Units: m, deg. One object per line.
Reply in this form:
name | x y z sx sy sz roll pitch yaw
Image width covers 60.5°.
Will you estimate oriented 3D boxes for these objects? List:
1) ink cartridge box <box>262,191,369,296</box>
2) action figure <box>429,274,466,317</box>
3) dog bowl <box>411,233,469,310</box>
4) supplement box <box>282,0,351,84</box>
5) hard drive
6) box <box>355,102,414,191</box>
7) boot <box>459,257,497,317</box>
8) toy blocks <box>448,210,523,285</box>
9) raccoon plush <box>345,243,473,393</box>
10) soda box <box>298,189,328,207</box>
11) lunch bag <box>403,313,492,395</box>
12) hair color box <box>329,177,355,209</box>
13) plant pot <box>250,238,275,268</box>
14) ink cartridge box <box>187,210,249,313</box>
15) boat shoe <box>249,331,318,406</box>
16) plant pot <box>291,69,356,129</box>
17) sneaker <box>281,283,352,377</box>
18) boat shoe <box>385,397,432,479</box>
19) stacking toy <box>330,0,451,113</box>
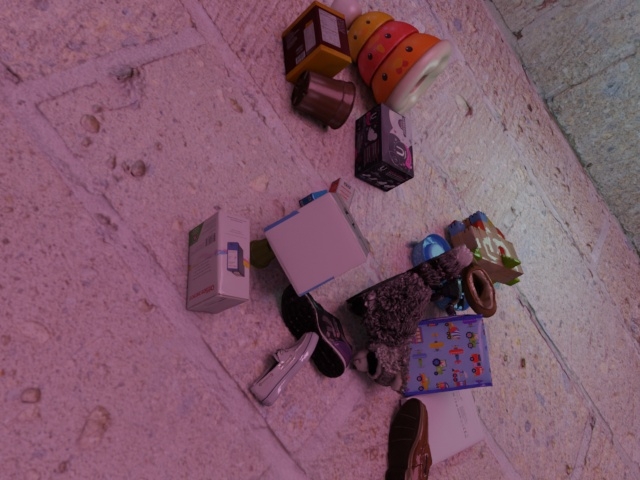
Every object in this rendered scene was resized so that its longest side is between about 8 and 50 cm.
ink cartridge box | 0.000 0.000 1.473 0.197 0.198 0.270 61 8 -1
action figure | 0.395 0.170 1.826 0.285 0.099 0.185 -6 84 -17
dog bowl | 0.431 0.121 1.963 0.166 0.074 0.297 -34 96 -44
supplement box | -0.017 -0.642 1.824 0.129 0.191 0.194 9 66 -38
hard drive | 0.394 0.575 1.752 0.318 0.040 0.210 -3 73 -42
box | 0.227 -0.326 1.933 0.163 0.142 0.247 21 59 -33
boot | 0.490 0.166 1.682 0.236 0.089 0.269 61 10 -5
toy blocks | 0.634 0.010 2.138 0.381 0.190 0.261 17 50 -38
raccoon plush | 0.280 0.239 1.569 0.299 0.446 0.216 64 17 4
soda box | 0.016 -0.044 1.676 0.071 0.067 0.210 -18 85 -44
lunch bag | 0.362 0.356 1.714 0.293 0.138 0.221 -5 83 -9
hair color box | 0.059 -0.126 1.767 0.072 0.043 0.141 36 53 -24
plant pot | -0.148 0.026 1.495 0.083 0.079 0.083 19 59 -35
ink cartridge box | -0.250 0.058 1.338 0.093 0.154 0.212 17 60 -37
boat shoe | -0.091 0.311 1.400 0.076 0.083 0.226 42 60 -7
plant pot | 0.004 -0.471 1.800 0.165 0.167 0.167 16 61 -27
sneaker | -0.007 0.235 1.531 0.283 0.107 0.124 61 30 -6
boat shoe | 0.263 0.617 1.581 0.104 0.110 0.307 29 66 -28
stacking toy | 0.212 -0.723 2.047 0.480 0.350 0.350 43 46 7
